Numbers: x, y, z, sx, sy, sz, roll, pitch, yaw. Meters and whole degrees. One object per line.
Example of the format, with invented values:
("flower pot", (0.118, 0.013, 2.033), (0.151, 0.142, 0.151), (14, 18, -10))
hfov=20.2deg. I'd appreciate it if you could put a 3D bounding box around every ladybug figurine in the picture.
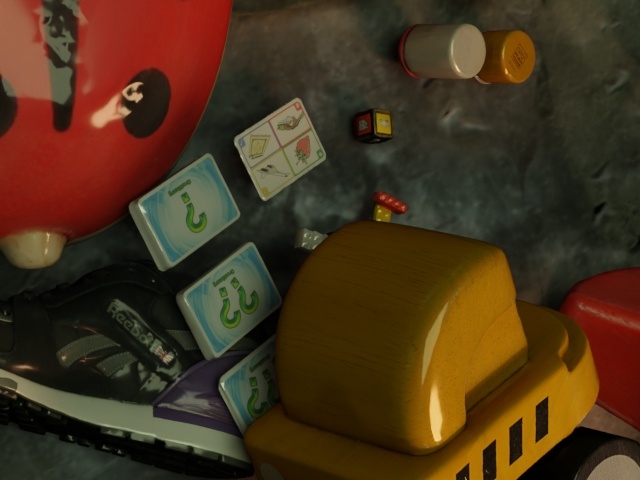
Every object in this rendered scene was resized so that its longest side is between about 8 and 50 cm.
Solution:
("ladybug figurine", (-0.186, -0.207, 1.137), (0.305, 0.162, 0.449), (-6, 90, -23))

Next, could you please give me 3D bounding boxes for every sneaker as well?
("sneaker", (-0.163, 0.064, 1.176), (0.283, 0.107, 0.124), (21, 70, -28))

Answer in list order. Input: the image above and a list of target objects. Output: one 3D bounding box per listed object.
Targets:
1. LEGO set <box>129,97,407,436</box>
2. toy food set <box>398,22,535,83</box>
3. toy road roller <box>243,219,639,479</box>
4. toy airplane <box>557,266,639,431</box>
("LEGO set", (0.000, 0.000, 1.223), (0.244, 0.060, 0.182), (-37, 107, -44))
("toy food set", (0.063, -0.206, 1.295), (0.111, 0.104, 0.232), (-43, 121, -33))
("toy road roller", (0.032, 0.136, 1.111), (0.329, 0.202, 0.240), (-34, 118, -32))
("toy airplane", (0.389, 0.104, 1.272), (0.386, 0.272, 0.384), (-27, 117, 12))
